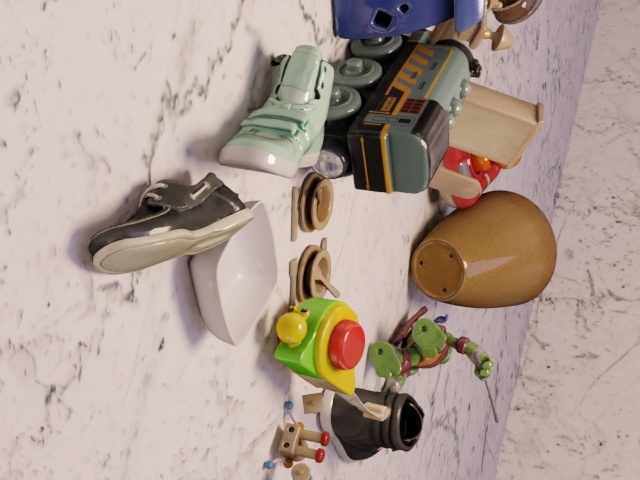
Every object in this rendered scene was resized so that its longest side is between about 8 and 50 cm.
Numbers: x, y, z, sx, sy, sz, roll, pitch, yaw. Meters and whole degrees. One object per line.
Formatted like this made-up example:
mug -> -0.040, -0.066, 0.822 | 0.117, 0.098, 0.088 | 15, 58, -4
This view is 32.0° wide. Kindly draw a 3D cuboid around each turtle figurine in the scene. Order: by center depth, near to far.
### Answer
turtle figurine -> 0.206, 0.248, 2.012 | 0.266, 0.197, 0.275 | 32, 65, -64

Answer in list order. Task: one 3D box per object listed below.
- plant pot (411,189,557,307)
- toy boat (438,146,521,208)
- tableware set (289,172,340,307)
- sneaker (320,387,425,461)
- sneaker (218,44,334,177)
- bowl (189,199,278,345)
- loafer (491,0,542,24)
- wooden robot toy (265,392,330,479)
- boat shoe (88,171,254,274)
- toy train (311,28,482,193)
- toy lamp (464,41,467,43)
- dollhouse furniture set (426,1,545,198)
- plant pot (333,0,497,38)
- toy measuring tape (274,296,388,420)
plant pot -> 0.291, 0.037, 2.152 | 0.254, 0.237, 0.237 | -15, 114, -51
toy boat -> 0.316, -0.161, 2.159 | 0.231, 0.151, 0.151 | -45, 123, -57
tableware set -> 0.000, 0.000, 1.589 | 0.128, 0.039, 0.194 | -37, 132, -61
sneaker -> 0.105, 0.316, 1.844 | 0.296, 0.146, 0.105 | 55, 46, -63
sneaker -> -0.050, -0.158, 1.315 | 0.256, 0.094, 0.151 | -39, 141, -74
bowl -> -0.105, 0.035, 1.312 | 0.142, 0.053, 0.142 | -59, 151, -44
loafer -> 0.367, -0.609, 2.211 | 0.130, 0.133, 0.366 | 13, 76, -46
wooden robot toy -> -0.029, 0.307, 1.607 | 0.079, 0.076, 0.173 | 81, 25, -63
boat shoe -> -0.161, -0.020, 1.144 | 0.079, 0.084, 0.233 | 60, 31, 4
toy train -> 0.106, -0.189, 1.575 | 0.334, 0.190, 0.142 | -58, 150, -46
toy lamp -> 0.263, -0.348, 2.076 | 0.275, 0.080, 0.080 | 76, 31, -46
dollhouse furniture set -> 0.261, -0.293, 1.872 | 0.303, 0.173, 0.356 | 120, -16, -46
plant pot -> 0.153, -0.422, 1.572 | 0.236, 0.212, 0.236 | -52, 145, -53
toy measuring tape -> 0.031, 0.161, 1.591 | 0.330, 0.121, 0.121 | 42, 59, -53
